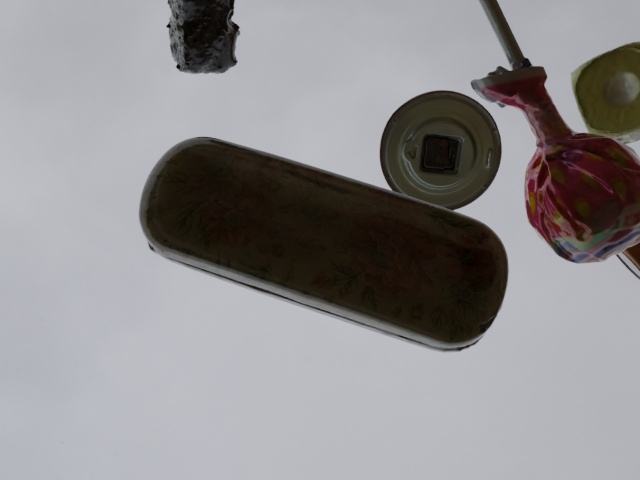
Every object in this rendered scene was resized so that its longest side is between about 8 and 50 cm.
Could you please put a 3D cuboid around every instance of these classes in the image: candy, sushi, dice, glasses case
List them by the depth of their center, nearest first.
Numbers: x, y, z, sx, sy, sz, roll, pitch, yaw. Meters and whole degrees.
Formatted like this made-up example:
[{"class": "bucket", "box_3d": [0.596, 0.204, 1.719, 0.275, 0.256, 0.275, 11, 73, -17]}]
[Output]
[{"class": "candy", "box_3d": [0.197, -0.146, 0.665, 0.124, 0.124, 0.365, -34, -80, -25]}, {"class": "glasses case", "box_3d": [0.000, 0.000, 0.811, 0.425, 0.098, 0.156, 18, -111, 7]}, {"class": "sushi", "box_3d": [-0.201, -0.393, 1.209, 0.115, 0.212, 0.147, -13, -142, -20]}, {"class": "dice", "box_3d": [0.610, -0.288, 1.427, 0.169, 0.166, 0.169, -2, -105, -60]}]

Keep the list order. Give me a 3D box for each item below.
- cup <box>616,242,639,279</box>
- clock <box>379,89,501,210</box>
[{"class": "cup", "box_3d": [0.736, -0.050, 1.494, 0.264, 0.182, 0.226, -41, -126, 9]}, {"class": "clock", "box_3d": [0.238, -0.176, 1.418, 0.244, 0.056, 0.244, 2, -73, 5]}]
